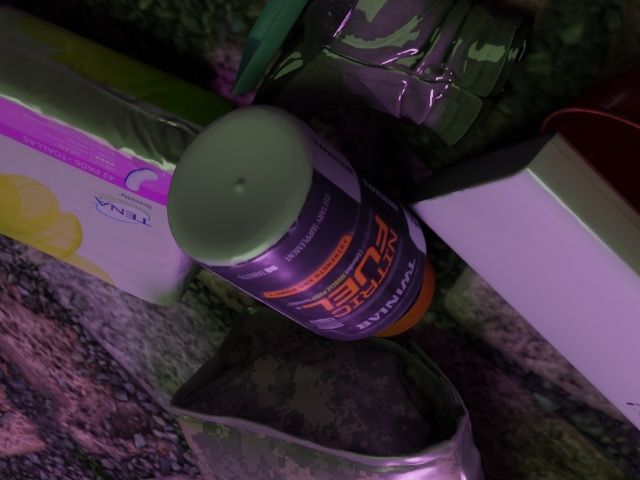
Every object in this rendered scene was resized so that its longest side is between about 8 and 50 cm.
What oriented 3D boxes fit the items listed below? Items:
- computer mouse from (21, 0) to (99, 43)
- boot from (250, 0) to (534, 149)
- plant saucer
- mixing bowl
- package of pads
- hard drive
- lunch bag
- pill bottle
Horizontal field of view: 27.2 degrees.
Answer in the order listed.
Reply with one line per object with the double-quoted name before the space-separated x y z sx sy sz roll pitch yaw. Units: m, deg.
"computer mouse" -0.267 -0.262 1.088 0.184 0.060 0.262 19 147 11
"boot" 0.045 -0.111 1.007 0.161 0.083 0.246 32 140 -5
"plant saucer" -0.022 -0.182 0.984 0.018 0.067 0.192 23 144 -13
"mixing bowl" 0.248 -0.058 0.882 0.181 0.098 0.181 38 166 11
"package of pads" -0.230 -0.079 1.164 0.297 0.101 0.229 25 146 7
"hard drive" 0.238 0.068 0.994 0.353 0.047 0.233 43 166 -9
"lunch bag" 0.037 0.210 1.232 0.287 0.169 0.235 12 135 30
"pill bottle" 0.000 0.000 1.042 0.130 0.130 0.246 0 160 33
